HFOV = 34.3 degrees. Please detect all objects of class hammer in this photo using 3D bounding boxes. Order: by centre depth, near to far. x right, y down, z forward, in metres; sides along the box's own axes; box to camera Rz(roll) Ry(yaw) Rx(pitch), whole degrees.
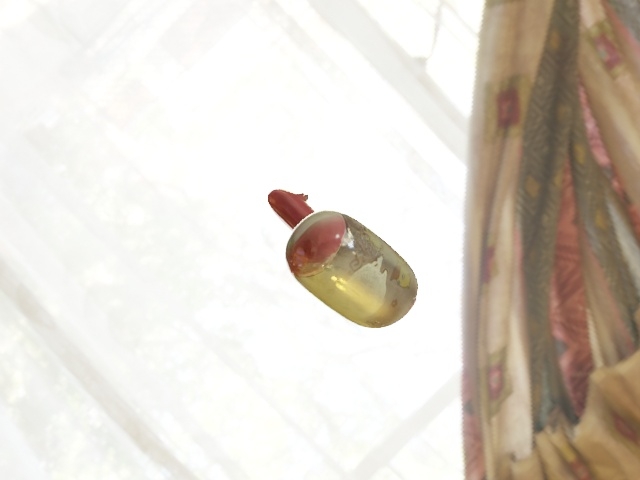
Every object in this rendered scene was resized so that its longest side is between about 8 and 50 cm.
[{"bbox_3d":[0.000,0.000,0.385,0.031,0.052,0.083,-48,-144,2],"label":"hammer"}]
